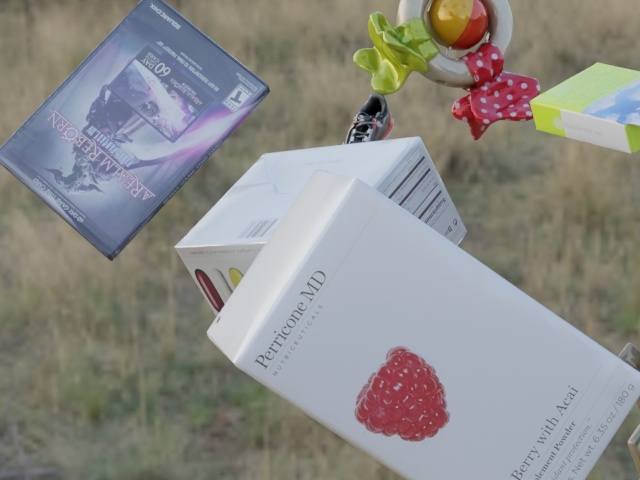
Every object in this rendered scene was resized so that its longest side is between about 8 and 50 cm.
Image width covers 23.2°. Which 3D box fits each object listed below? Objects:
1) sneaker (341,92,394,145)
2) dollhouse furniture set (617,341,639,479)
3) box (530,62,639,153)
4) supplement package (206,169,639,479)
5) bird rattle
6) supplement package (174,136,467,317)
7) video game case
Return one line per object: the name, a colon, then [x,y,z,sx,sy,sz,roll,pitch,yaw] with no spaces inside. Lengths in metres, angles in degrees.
sneaker: [0.050,-0.129,2.012,0.061,0.065,0.158,8,51,15]
dollhouse furniture set: [0.488,0.209,1.900,0.262,0.135,0.259,4,44,49]
box: [0.329,-0.146,1.711,0.109,0.042,0.178,-30,28,-24]
supplement package: [0.081,0.095,1.279,0.293,0.178,0.175,34,-2,-12]
bird rattle: [0.182,-0.261,2.053,0.253,0.207,0.143,18,-11,-7]
supplement package: [0.000,0.000,1.863,0.261,0.145,0.204,-4,35,44]
video game case: [-0.221,-0.137,1.830,0.196,0.274,0.026,40,-10,16]
